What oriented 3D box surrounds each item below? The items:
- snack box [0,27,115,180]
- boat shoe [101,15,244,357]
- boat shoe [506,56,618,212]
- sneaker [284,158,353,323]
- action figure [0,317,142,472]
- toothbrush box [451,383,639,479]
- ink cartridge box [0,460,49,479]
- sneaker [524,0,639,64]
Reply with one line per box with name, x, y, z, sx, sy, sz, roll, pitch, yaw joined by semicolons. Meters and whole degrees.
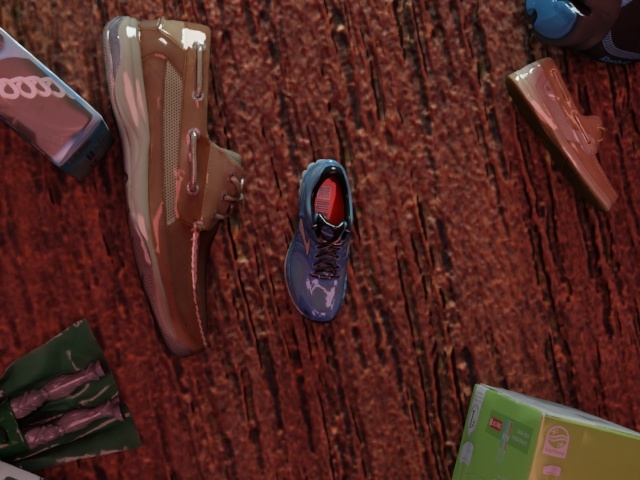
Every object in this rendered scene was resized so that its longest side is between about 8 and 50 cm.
snack box;-0.324;-0.182;0.953;0.322;0.187;0.060;41;85;-5
boat shoe;-0.126;-0.054;1.013;0.116;0.123;0.324;-8;92;-10
boat shoe;0.256;-0.109;1.090;0.059;0.063;0.170;-34;93;-1
sneaker;0.000;0.000;1.049;0.063;0.073;0.162;1;89;-8
action figure;-0.302;0.181;1.017;0.232;0.063;0.137;-23;95;-4
toothbrush box;0.191;0.293;1.005;0.122;0.206;0.283;16;86;-8
ink cartridge box;-0.269;0.323;0.963;0.273;0.115;0.198;24;106;-7
sneaker;0.295;-0.342;1.089;0.139;0.125;0.341;15;85;-34
